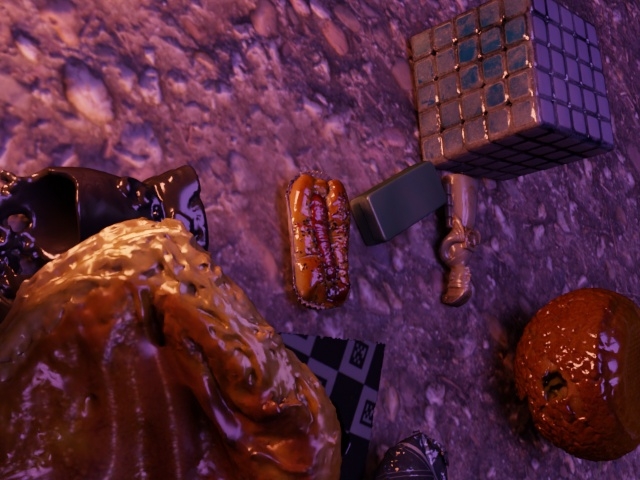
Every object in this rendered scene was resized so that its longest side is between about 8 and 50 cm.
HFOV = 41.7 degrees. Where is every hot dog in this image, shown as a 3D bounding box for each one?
[{"bbox_3d":[0.000,0.000,1.137,0.108,0.059,0.191,4,78,-40],"label":"hot dog"}]

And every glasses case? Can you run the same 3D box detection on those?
[{"bbox_3d":[0.122,-0.059,1.286,0.184,0.039,0.077,-31,101,-45],"label":"glasses case"}]

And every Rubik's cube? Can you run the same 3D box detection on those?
[{"bbox_3d":[0.314,-0.243,1.391,0.238,0.237,0.236,7,75,-44],"label":"Rubik's cube"}]

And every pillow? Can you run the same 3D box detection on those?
[{"bbox_3d":[0.073,0.388,1.044,0.335,0.093,0.161,-46,131,-40],"label":"pillow"}]

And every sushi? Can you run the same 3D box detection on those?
[{"bbox_3d":[-0.060,0.268,0.987,0.320,0.069,0.339,11,87,-52],"label":"sushi"}]

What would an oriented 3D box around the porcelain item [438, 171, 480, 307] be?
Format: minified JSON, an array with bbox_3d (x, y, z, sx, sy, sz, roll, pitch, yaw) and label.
[{"bbox_3d":[0.226,0.000,1.366,0.084,0.054,0.213,19,67,-39],"label":"porcelain item"}]

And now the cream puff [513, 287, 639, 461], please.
[{"bbox_3d":[0.440,0.224,1.412,0.303,0.212,0.303,13,73,-51],"label":"cream puff"}]

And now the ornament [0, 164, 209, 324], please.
[{"bbox_3d":[-0.244,0.039,0.857,0.260,0.106,0.251,-11,90,-39],"label":"ornament"}]

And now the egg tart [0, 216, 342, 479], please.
[{"bbox_3d":[-0.156,0.182,0.761,0.351,0.153,0.339,43,88,-4],"label":"egg tart"}]
